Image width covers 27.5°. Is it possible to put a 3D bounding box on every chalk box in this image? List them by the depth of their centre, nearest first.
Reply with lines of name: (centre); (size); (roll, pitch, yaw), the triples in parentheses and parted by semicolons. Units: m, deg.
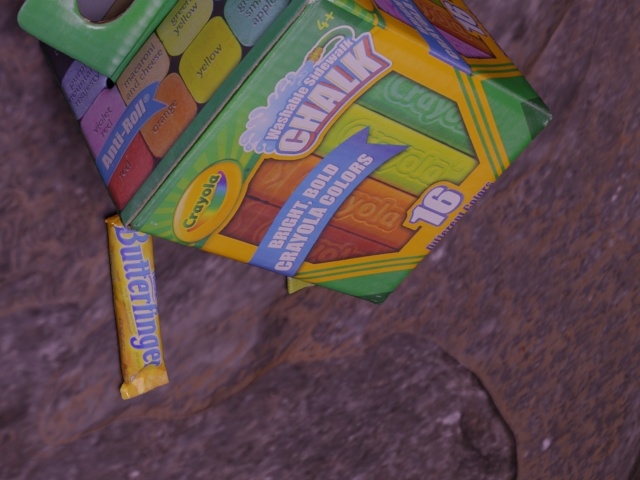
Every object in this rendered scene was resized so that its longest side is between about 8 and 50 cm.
chalk box: (-0.037, -0.106, 0.790); (0.289, 0.179, 0.180); (17, 123, -45)

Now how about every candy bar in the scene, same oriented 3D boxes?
candy bar: (-0.132, 0.043, 0.943); (0.040, 0.018, 0.162); (-21, 127, -30)

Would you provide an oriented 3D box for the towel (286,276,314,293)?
towel: (0.000, 0.000, 1.035); (0.060, 0.009, 0.083); (-12, 121, -36)
